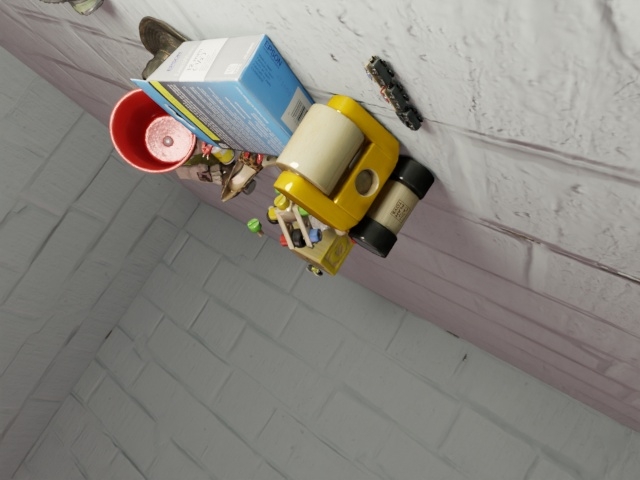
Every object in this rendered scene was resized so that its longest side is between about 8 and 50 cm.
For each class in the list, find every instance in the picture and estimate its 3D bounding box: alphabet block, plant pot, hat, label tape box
[{"bbox_3d":[0.000,0.000,1.816,0.197,0.193,0.192,27,172,27],"label":"alphabet block"},{"bbox_3d":[-0.544,-0.359,1.545,0.275,0.274,0.243,33,-179,-8],"label":"plant pot"},{"bbox_3d":[-0.329,-0.364,1.095,0.331,0.133,0.331,31,167,8],"label":"hat"},{"bbox_3d":[-0.192,-0.296,0.955,0.348,0.115,0.249,17,165,37],"label":"label tape box"}]

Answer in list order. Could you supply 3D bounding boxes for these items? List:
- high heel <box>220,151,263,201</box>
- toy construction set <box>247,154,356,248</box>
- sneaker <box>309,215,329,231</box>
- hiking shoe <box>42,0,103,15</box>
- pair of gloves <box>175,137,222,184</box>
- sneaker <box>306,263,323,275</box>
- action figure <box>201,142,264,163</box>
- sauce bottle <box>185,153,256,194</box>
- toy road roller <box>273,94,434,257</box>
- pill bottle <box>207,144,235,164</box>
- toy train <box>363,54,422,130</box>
[{"bbox_3d":[-0.286,-0.219,1.595,0.093,0.186,0.261,34,171,-13],"label":"high heel"},{"bbox_3d":[-0.043,-0.123,1.181,0.309,0.257,0.237,23,157,34],"label":"toy construction set"},{"bbox_3d":[0.022,-0.105,1.493,0.118,0.110,0.292,42,161,-14],"label":"sneaker"},{"bbox_3d":[-0.588,-0.588,0.994,0.227,0.086,0.114,24,156,15],"label":"hiking shoe"},{"bbox_3d":[-0.494,-0.316,1.766,0.204,0.042,0.240,7,141,6],"label":"pair of gloves"},{"bbox_3d":[-0.021,0.120,1.851,0.083,0.031,0.035,32,159,-32],"label":"sneaker"},{"bbox_3d":[-0.289,-0.280,1.335,0.092,0.139,0.280,24,175,31],"label":"action figure"},{"bbox_3d":[-0.430,-0.302,1.889,0.345,0.111,0.111,31,171,10],"label":"sauce bottle"},{"bbox_3d":[0.043,-0.125,0.934,0.330,0.202,0.241,35,175,-32],"label":"toy road roller"},{"bbox_3d":[-0.367,-0.334,1.640,0.065,0.065,0.116,26,169,35],"label":"pill bottle"},{"bbox_3d":[0.113,-0.227,0.701,0.158,0.027,0.036,39,179,-43],"label":"toy train"}]
